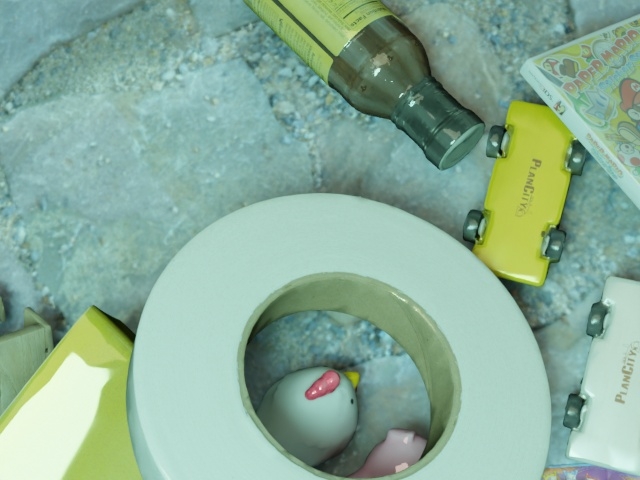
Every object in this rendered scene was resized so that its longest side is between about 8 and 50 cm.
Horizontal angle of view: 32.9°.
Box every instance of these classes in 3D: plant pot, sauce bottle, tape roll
[{"bbox_3d":[-0.205,0.211,1.071,0.187,0.212,0.212,37,81,2],"label":"plant pot"},{"bbox_3d":[0.039,-0.215,1.204,0.111,0.111,0.344,-40,74,-5],"label":"sauce bottle"},{"bbox_3d":[0.020,0.136,0.985,0.392,0.072,0.391,8,57,-13],"label":"tape roll"}]

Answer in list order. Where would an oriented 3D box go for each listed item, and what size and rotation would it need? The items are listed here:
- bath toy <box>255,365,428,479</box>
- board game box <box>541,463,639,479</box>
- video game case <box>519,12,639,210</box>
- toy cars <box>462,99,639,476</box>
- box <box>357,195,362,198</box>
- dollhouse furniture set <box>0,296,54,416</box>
[{"bbox_3d":[0.079,0.252,1.049,0.151,0.129,0.348,-29,69,-37],"label":"bath toy"},{"bbox_3d":[0.287,0.283,1.058,0.169,0.033,0.133,-4,73,7],"label":"board game box"},{"bbox_3d":[0.348,-0.140,1.123,0.227,0.026,0.206,-25,69,-32],"label":"video game case"},{"bbox_3d":[0.261,0.046,1.109,0.177,0.087,0.393,-27,75,7],"label":"toy cars"},{"bbox_3d":[0.000,0.000,1.187,0.136,0.028,0.081,-10,72,7],"label":"box"},{"bbox_3d":[-0.490,0.149,1.187,0.286,0.198,0.303,-19,37,-37],"label":"dollhouse furniture set"}]
